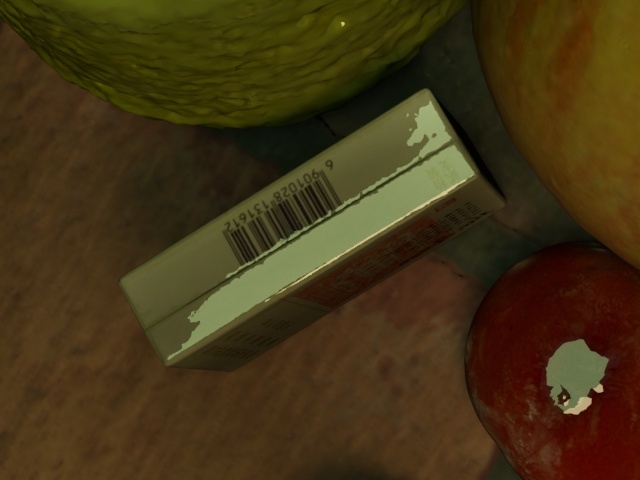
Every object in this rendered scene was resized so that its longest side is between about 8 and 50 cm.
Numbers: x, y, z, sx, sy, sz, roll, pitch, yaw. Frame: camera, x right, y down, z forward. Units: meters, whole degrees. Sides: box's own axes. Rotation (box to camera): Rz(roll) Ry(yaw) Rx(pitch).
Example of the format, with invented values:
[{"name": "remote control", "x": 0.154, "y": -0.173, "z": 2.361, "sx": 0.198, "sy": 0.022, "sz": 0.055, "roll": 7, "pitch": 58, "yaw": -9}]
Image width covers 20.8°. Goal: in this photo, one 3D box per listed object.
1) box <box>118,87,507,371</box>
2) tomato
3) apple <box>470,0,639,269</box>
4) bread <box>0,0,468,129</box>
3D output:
[{"name": "box", "x": 0.000, "y": 0.000, "z": 0.981, "sx": 0.201, "sy": 0.141, "sz": 0.058, "roll": -32, "pitch": 79, "yaw": 6}, {"name": "tomato", "x": 0.153, "y": 0.080, "z": 0.977, "sx": 0.139, "sy": 0.091, "sz": 0.159, "roll": -37, "pitch": 85, "yaw": 9}, {"name": "apple", "x": 0.261, "y": -0.153, "z": 0.805, "sx": 0.400, "sy": 0.333, "sz": 0.400, "roll": 3, "pitch": 48, "yaw": -3}, {"name": "bread", "x": -0.072, "y": -0.244, "z": 0.913, "sx": 0.348, "sy": 0.308, "sz": 0.348, "roll": -1, "pitch": 85, "yaw": 10}]
